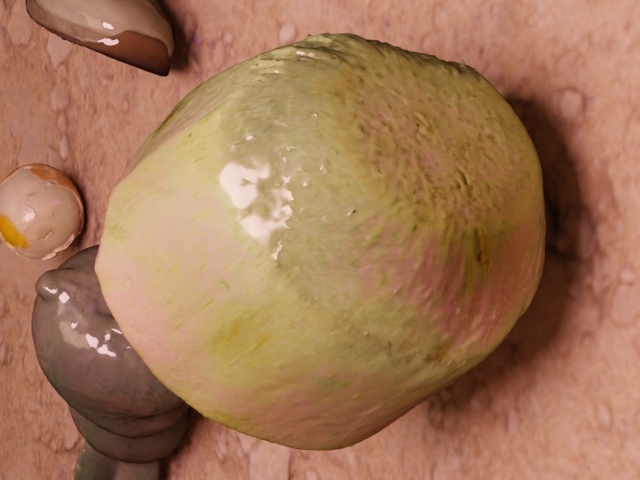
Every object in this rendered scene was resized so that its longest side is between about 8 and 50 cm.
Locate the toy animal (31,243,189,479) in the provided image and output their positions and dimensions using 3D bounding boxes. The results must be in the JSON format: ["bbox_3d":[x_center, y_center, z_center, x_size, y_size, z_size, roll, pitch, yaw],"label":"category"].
[{"bbox_3d":[-0.137,0.102,1.099,0.127,0.125,0.251,40,145,15],"label":"toy animal"}]

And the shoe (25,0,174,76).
[{"bbox_3d":[-0.173,-0.209,1.147,0.275,0.103,0.098,48,117,41],"label":"shoe"}]

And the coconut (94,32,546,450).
[{"bbox_3d":[0.000,0.000,0.816,0.204,0.236,0.236,49,140,-5],"label":"coconut"}]

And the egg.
[{"bbox_3d":[-0.227,-0.026,1.251,0.083,0.071,0.071,55,134,43],"label":"egg"}]
